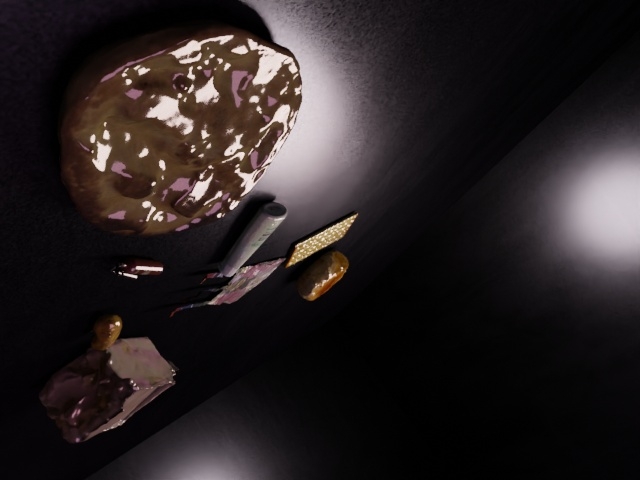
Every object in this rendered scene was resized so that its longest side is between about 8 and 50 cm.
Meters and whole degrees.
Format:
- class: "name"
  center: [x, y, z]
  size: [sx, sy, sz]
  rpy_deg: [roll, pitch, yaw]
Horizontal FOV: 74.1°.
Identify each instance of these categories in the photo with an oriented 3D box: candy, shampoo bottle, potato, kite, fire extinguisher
- class: "candy"
  center: [-0.414, 0.289, 0.856]
  size: [0.184, 0.137, 0.195]
  rpy_deg: [-38, 167, 2]
- class: "shampoo bottle"
  center: [-0.138, 0.002, 0.819]
  size: [0.191, 0.041, 0.069]
  rpy_deg: [-46, 169, 31]
- class: "potato"
  center: [-0.371, 0.156, 0.737]
  size: [0.045, 0.046, 0.092]
  rpy_deg: [17, 127, -19]
- class: "kite"
  center: [-0.213, 0.107, 1.010]
  size: [0.204, 0.022, 0.360]
  rpy_deg: [-41, 169, 13]
- class: "fire extinguisher"
  center: [-0.285, 0.043, 0.638]
  size: [0.046, 0.032, 0.100]
  rpy_deg: [-5, 173, 15]

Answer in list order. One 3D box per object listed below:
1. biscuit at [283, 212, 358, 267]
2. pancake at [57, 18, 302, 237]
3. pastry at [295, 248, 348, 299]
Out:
- class: "biscuit"
  center: [0.000, 0.000, 1.190]
  size: [0.231, 0.016, 0.139]
  rpy_deg: [-29, 163, -32]
- class: "pancake"
  center: [-0.140, -0.106, 0.465]
  size: [0.294, 0.049, 0.294]
  rpy_deg: [-35, 162, -13]
- class: "pastry"
  center: [0.006, 0.109, 1.391]
  size: [0.192, 0.093, 0.182]
  rpy_deg: [-26, 161, -52]
